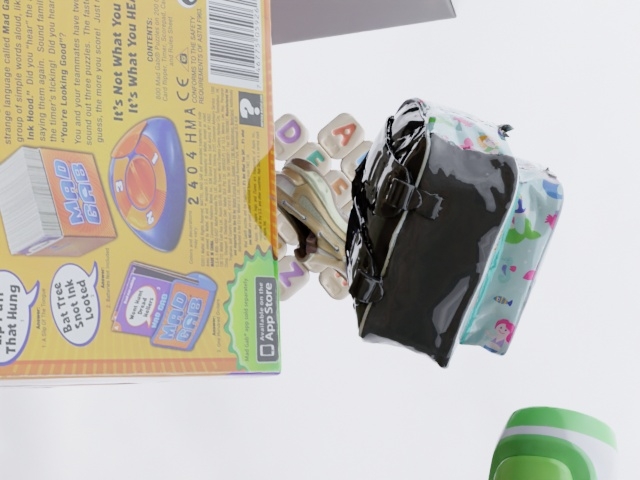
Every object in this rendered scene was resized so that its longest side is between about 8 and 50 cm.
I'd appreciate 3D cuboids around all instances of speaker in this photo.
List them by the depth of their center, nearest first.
[{"bbox_3d":[0.208,0.315,1.553,0.131,0.131,0.297,134,-27,-63],"label":"speaker"}]

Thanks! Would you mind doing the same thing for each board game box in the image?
[{"bbox_3d":[-0.285,-0.051,1.403,0.356,0.356,0.357,-7,-98,43],"label":"board game box"}]

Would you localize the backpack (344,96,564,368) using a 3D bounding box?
[{"bbox_3d":[0.115,-0.017,1.555,0.253,0.191,0.225,-116,-137,-69],"label":"backpack"}]

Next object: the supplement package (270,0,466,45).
[{"bbox_3d":[0.018,-0.334,1.734,0.293,0.177,0.175,-4,-52,33],"label":"supplement package"}]

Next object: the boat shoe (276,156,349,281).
[{"bbox_3d":[0.000,0.000,1.765,0.068,0.072,0.190,6,-41,55],"label":"boat shoe"}]

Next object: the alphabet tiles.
[{"bbox_3d":[-0.010,-0.051,2.524,0.284,0.278,0.021,50,-2,-9],"label":"alphabet tiles"}]
